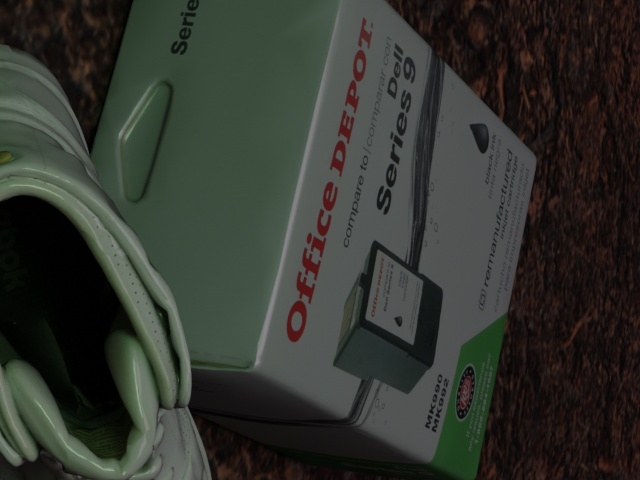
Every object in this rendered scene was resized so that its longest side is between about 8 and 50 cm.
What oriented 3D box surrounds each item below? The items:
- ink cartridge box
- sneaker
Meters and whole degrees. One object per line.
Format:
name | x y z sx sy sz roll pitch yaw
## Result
ink cartridge box | 0.000 0.000 0.986 0.289 0.121 0.211 34 65 -60
sneaker | -0.100 0.080 0.746 0.169 0.108 0.293 -125 -163 -63
